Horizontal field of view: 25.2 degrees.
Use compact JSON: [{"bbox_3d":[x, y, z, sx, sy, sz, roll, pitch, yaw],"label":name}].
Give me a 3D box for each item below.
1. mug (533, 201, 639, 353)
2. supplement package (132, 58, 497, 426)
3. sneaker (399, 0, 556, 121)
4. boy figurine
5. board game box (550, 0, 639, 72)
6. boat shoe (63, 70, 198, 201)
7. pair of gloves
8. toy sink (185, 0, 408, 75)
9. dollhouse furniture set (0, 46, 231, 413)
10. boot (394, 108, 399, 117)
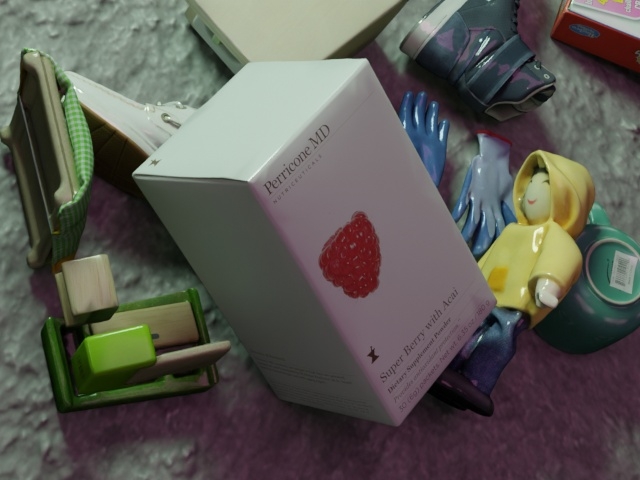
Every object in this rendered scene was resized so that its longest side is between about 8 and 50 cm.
[{"bbox_3d":[0.286,0.036,1.537,0.129,0.097,0.157,-27,83,-27],"label":"mug"},{"bbox_3d":[0.000,0.000,1.329,0.177,0.175,0.293,-48,123,-28],"label":"supplement package"},{"bbox_3d":[0.217,-0.236,1.611,0.163,0.086,0.226,40,68,5],"label":"sneaker"},{"bbox_3d":[0.198,0.038,1.449,0.092,0.177,0.285,32,81,-18],"label":"boy figurine"},{"bbox_3d":[0.459,-0.292,1.708,0.317,0.064,0.242,22,66,0],"label":"board game box"},{"bbox_3d":[-0.151,-0.091,1.421,0.277,0.098,0.096,35,62,-16],"label":"boat shoe"},{"bbox_3d":[0.140,-0.071,1.542,0.198,0.023,0.159,23,59,-29],"label":"pair of gloves"},{"bbox_3d":[-0.040,-0.236,1.494,0.153,0.131,0.234,47,57,1],"label":"toy sink"},{"bbox_3d":[-0.183,-0.012,1.318,0.151,0.197,0.301,-9,75,-22],"label":"dollhouse furniture set"},{"bbox_3d":[0.044,-0.119,1.538,0.118,0.042,0.087,37,56,-6],"label":"boot"}]
